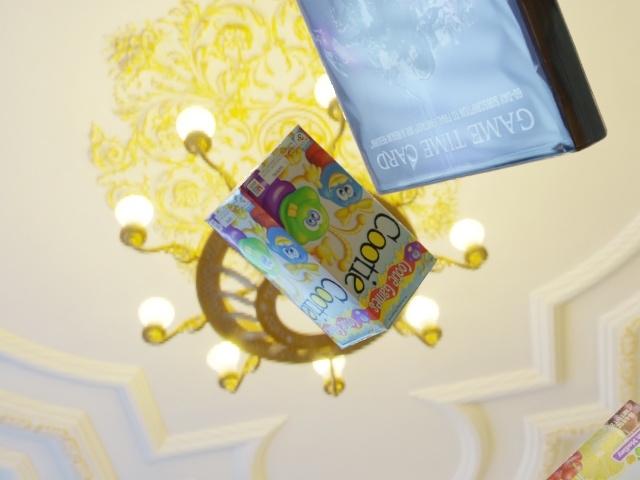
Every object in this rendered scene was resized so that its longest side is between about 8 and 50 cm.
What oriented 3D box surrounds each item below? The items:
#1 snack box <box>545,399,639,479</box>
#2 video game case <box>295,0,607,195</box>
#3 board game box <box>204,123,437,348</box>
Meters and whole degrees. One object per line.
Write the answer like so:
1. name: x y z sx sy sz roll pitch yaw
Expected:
1. snack box: 0.335 0.277 0.891 0.174 0.207 0.070 -39 -51 -16
2. video game case: 0.029 -0.161 0.474 0.026 0.196 0.274 -27 -82 -23
3. board game box: 0.000 0.000 1.276 0.275 0.142 0.144 43 -31 -7
